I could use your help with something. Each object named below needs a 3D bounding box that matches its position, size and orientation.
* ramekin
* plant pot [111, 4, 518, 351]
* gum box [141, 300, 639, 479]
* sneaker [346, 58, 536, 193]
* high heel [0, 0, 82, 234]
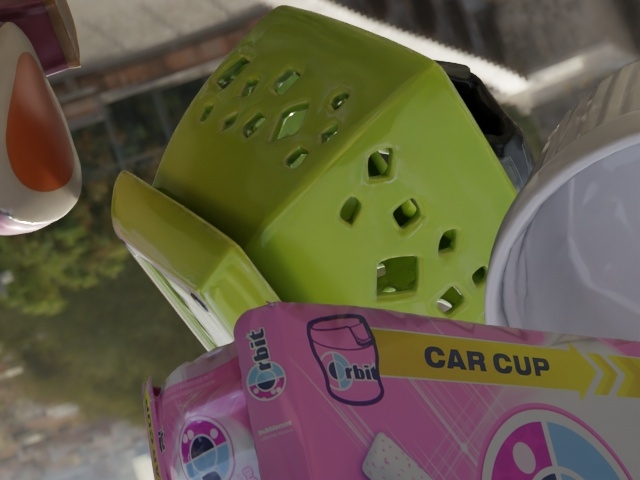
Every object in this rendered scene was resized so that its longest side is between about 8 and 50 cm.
[{"bbox_3d":[0.184,0.008,0.719,0.207,0.207,0.109,-22,-154,28],"label":"ramekin"},{"bbox_3d":[0.000,0.000,1.099,0.207,0.228,0.227,-42,-148,-11],"label":"plant pot"},{"bbox_3d":[0.042,0.083,0.427,0.188,0.107,0.062,8,149,-42],"label":"gum box"},{"bbox_3d":[0.076,-0.103,1.200,0.078,0.234,0.106,-41,144,-17],"label":"sneaker"},{"bbox_3d":[-0.253,-0.074,1.020,0.181,0.127,0.377,-17,-160,2],"label":"high heel"}]
